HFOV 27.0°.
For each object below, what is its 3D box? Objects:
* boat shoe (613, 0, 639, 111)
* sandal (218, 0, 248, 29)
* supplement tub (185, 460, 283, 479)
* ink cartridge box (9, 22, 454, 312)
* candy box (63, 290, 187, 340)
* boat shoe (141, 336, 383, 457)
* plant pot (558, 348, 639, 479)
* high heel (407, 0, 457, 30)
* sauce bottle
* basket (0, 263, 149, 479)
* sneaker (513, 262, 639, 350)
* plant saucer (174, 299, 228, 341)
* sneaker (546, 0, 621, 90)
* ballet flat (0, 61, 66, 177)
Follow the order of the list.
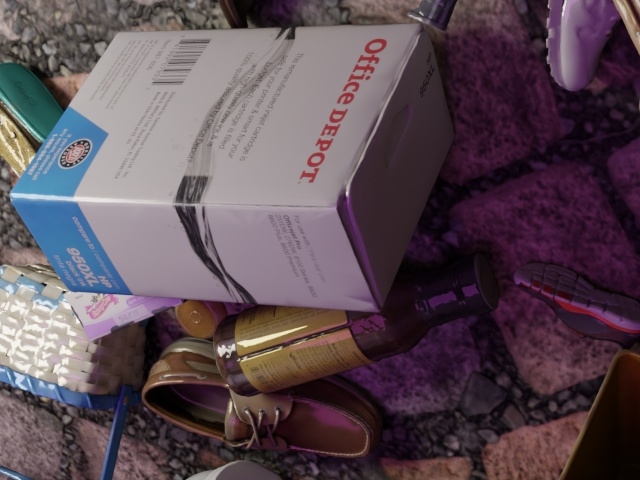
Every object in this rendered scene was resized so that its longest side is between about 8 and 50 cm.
[{"bbox_3d":[0.355,-0.136,1.219,0.110,0.121,0.341,-26,76,41],"label":"boat shoe"},{"bbox_3d":[-0.091,-0.340,1.498,0.060,0.090,0.219,-1,106,6],"label":"sandal"},{"bbox_3d":[-0.166,0.428,1.812,0.272,0.191,0.191,-37,91,36],"label":"supplement tub"},{"bbox_3d":[-0.086,-0.085,1.450,0.394,0.285,0.166,3,137,26],"label":"ink cartridge box"},{"bbox_3d":[-0.191,0.032,1.640,0.164,0.196,0.070,-22,102,35],"label":"candy box"},{"bbox_3d":[-0.081,0.224,1.712,0.324,0.116,0.123,11,118,20],"label":"boat shoe"},{"bbox_3d":[0.375,0.280,1.430,0.212,0.212,0.187,21,151,19],"label":"plant pot"},{"bbox_3d":[0.070,-0.354,1.408,0.261,0.093,0.186,31,104,26],"label":"high heel"},{"bbox_3d":[0.042,0.098,1.582,0.344,0.111,0.111,-17,103,24],"label":"sauce bottle"},{"bbox_3d":[-0.358,0.191,1.784,0.254,0.201,0.289,20,89,21],"label":"basket"},{"bbox_3d":[0.283,0.080,1.485,0.157,0.061,0.065,26,129,17],"label":"sneaker"},{"bbox_3d":[-0.162,0.099,1.767,0.083,0.015,0.083,12,117,25],"label":"plant saucer"},{"bbox_3d":[0.280,-0.257,1.319,0.094,0.090,0.235,9,118,15],"label":"sneaker"},{"bbox_3d":[-0.326,-0.082,1.685,0.348,0.123,0.123,47,128,25],"label":"ballet flat"}]
